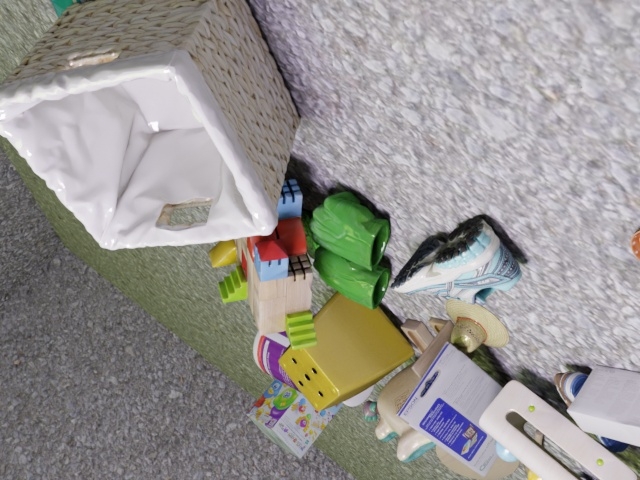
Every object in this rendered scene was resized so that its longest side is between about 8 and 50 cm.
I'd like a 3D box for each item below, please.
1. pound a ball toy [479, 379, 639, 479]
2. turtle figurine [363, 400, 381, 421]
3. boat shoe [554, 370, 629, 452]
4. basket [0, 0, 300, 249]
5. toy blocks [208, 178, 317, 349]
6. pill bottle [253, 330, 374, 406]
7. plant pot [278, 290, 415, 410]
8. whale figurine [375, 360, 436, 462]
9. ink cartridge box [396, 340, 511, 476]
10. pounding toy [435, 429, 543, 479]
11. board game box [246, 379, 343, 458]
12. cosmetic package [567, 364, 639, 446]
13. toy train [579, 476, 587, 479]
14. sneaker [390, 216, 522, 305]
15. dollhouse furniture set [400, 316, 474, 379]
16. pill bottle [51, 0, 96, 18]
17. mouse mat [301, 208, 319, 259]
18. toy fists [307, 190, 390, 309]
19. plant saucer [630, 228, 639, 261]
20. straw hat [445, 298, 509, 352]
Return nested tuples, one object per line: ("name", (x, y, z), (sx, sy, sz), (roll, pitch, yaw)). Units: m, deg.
("pound a ball toy", (0.455, 0.414, 1.399), (0.319, 0.135, 0.208), (39, -179, 37))
("turtle figurine", (0.210, 0.429, 1.953), (0.175, 0.118, 0.234), (5, 174, -24))
("boat shoe", (0.463, 0.284, 1.320), (0.183, 0.066, 0.066), (52, 168, -18))
("basket", (-0.244, -0.192, 1.181), (0.328, 0.266, 0.331), (-5, 139, 23))
("toy blocks", (-0.100, -0.022, 1.440), (0.261, 0.191, 0.381), (95, 160, -43))
("pill bottle", (-0.014, 0.308, 2.000), (0.323, 0.181, 0.181), (20, 150, 44))
("plant pot", (0.037, 0.246, 1.686), (0.212, 0.187, 0.212), (50, 146, 9))
("whale figurine", (0.218, 0.377, 1.655), (0.141, 0.216, 0.272), (47, -164, -15))
("ink cartridge box", (0.258, 0.313, 1.468), (0.333, 0.165, 0.065), (42, 172, -39))
("pounding toy", (0.378, 0.431, 1.718), (0.237, 0.110, 0.183), (-1, 129, 19))
("board game box", (-0.047, 0.440, 2.176), (0.142, 0.275, 0.144), (10, 142, 54))
("cosmetic package", (0.495, 0.255, 1.152), (0.060, 0.099, 0.239), (48, 158, -22))
("toy train", (0.563, 0.560, 1.645), (0.105, 0.080, 0.184), (36, 159, 31))
("sneaker", (0.213, 0.062, 1.252), (0.122, 0.110, 0.283), (41, 159, -8))
("dollhouse furniture set", (0.210, 0.242, 1.573), (0.151, 0.123, 0.144), (7, 140, 56))
("pill bottle", (-0.373, -0.402, 1.306), (0.146, 0.146, 0.264), (35, 157, 17))
("mouse mat", (0.000, 0.000, 1.630), (0.153, 0.007, 0.189), (22, 152, 41))
("toy fists", (0.055, 0.015, 1.452), (0.142, 0.096, 0.279), (25, 152, 20))
("plant saucer", (0.416, 0.013, 0.938), (0.083, 0.013, 0.083), (35, 157, 17))
("straw hat", (0.270, 0.172, 1.423), (0.144, 0.061, 0.144), (34, 157, 17))
